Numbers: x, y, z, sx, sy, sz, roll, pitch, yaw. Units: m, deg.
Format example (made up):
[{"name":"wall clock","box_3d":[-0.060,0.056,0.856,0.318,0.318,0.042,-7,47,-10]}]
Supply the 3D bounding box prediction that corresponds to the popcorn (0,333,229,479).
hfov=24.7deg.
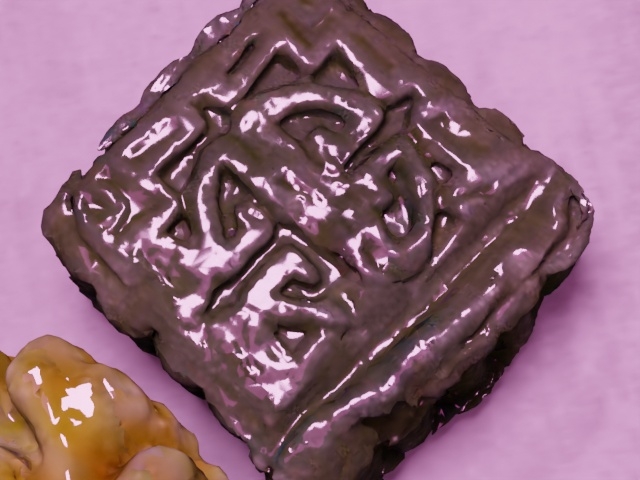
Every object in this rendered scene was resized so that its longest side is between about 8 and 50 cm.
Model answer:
[{"name":"popcorn","box_3d":[-0.185,0.212,0.724,0.279,0.274,0.335,37,82,15]}]

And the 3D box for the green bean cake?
[{"name":"green bean cake","box_3d":[0.000,0.000,0.839,0.241,0.132,0.255,-43,76,-10]}]
